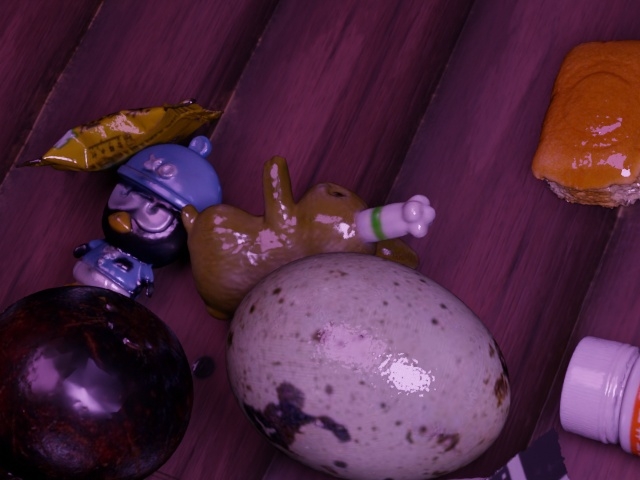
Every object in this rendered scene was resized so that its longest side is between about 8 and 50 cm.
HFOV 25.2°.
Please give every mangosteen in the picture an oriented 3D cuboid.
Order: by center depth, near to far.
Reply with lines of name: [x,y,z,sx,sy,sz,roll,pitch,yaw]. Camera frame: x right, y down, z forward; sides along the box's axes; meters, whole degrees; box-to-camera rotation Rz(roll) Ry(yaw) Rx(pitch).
mangosteen: [-0.334,0.215,1.942,0.330,0.330,0.330,-9,59,16]

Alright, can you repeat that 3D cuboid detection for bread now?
bread: [0.397,-0.164,1.988,0.174,0.121,0.245,11,68,24]

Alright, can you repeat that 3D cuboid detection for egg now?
egg: [0.059,0.163,1.829,0.379,0.287,0.287,14,67,15]

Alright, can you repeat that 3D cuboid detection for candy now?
candy: [-0.304,-0.156,2.227,0.297,0.187,0.081,-16,86,12]

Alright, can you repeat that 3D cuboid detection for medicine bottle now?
medicine bottle: [0.430,0.203,1.750,0.252,0.144,0.144,15,68,28]

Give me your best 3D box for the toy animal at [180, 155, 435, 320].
toy animal: [-0.011,-0.014,2.029,0.363,0.181,0.180,-19,65,11]

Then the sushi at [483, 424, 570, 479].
sushi: [0.209,0.419,1.529,0.373,0.296,0.100,-29,20,-35]

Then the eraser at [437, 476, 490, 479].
eraser: [0.160,0.364,1.698,0.331,0.331,0.150,-9,86,16]

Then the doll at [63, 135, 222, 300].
doll: [-0.259,-0.027,2.148,0.177,0.141,0.314,28,77,28]
